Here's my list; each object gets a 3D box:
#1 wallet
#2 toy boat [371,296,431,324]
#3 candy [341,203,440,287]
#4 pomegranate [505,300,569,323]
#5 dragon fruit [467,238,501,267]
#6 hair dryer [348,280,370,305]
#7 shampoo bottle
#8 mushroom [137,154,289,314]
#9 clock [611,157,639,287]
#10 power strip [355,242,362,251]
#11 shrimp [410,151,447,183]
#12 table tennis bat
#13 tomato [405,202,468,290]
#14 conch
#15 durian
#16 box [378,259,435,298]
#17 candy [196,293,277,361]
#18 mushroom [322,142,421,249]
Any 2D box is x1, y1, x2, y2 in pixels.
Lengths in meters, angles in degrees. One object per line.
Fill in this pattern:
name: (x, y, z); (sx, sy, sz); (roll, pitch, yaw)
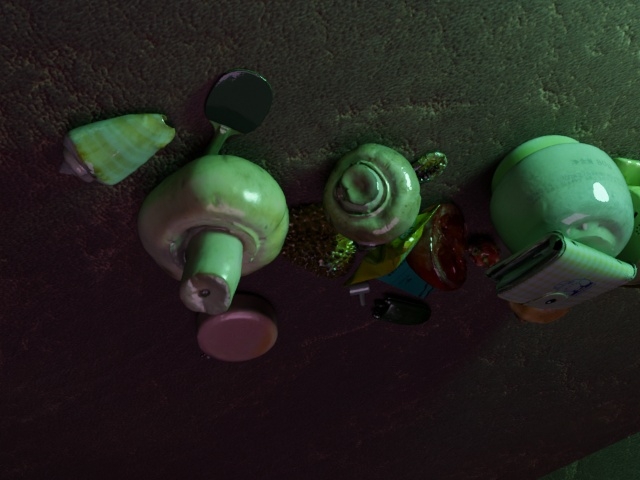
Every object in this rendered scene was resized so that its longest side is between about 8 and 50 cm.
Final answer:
wallet: (0.560, 0.086, 1.375); (0.310, 0.077, 0.223); (17, 134, -35)
toy boat: (0.263, 0.229, 1.877); (0.210, 0.052, 0.104); (14, 126, -24)
candy: (0.177, 0.020, 1.523); (0.081, 0.187, 0.297); (43, 142, -6)
pomegranate: (0.663, 0.149, 1.790); (0.207, 0.207, 0.207); (-6, 133, -6)
dragon fruit: (0.469, 0.034, 1.708); (0.116, 0.086, 0.081); (20, 122, -39)
hair dryer: (0.121, 0.169, 1.808); (0.063, 0.037, 0.124); (-11, 141, 1)
shampoo bottle: (0.592, -0.081, 1.465); (0.323, 0.317, 0.322); (-5, 132, -6)
mushroom: (-0.254, -0.036, 1.368); (0.354, 0.353, 0.324); (-6, 108, -5)
clock: (0.808, -0.021, 1.542); (0.118, 0.348, 0.286); (7, 130, -18)
power strip: (0.110, -0.030, 1.602); (0.019, 0.050, 0.136); (-8, 133, -9)
shrimp: (0.248, -0.170, 1.509); (0.161, 0.034, 0.091); (-21, 134, 8)
table tennis bat: (-0.202, -0.274, 1.333); (0.138, 0.022, 0.246); (20, 125, -27)
tomato: (0.303, 0.020, 1.600); (0.140, 0.232, 0.200); (-9, 149, 39)
conch: (-0.449, -0.194, 1.286); (0.255, 0.127, 0.158); (-22, 132, 9)
durian: (-0.003, 0.011, 1.570); (0.250, 0.137, 0.183); (25, 132, -23)
box: (0.273, 0.080, 1.743); (0.227, 0.042, 0.161); (24, 124, -29)
candy: (-0.257, 0.268, 1.779); (0.256, 0.094, 0.255); (-6, 133, -6)
mushroom: (0.119, -0.102, 1.407); (0.255, 0.254, 0.184); (-22, 167, 10)
